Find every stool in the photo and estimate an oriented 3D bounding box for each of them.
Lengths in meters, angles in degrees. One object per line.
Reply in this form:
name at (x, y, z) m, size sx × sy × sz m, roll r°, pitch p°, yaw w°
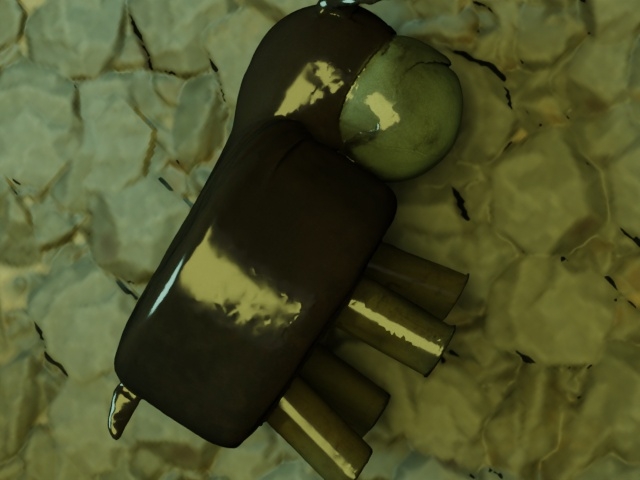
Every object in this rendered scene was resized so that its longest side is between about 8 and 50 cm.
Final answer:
stool at (0.000, 0.000, 0.732) m, size 0.121 × 0.125 × 0.217 m, roll 30°, pitch 79°, yaw 0°
